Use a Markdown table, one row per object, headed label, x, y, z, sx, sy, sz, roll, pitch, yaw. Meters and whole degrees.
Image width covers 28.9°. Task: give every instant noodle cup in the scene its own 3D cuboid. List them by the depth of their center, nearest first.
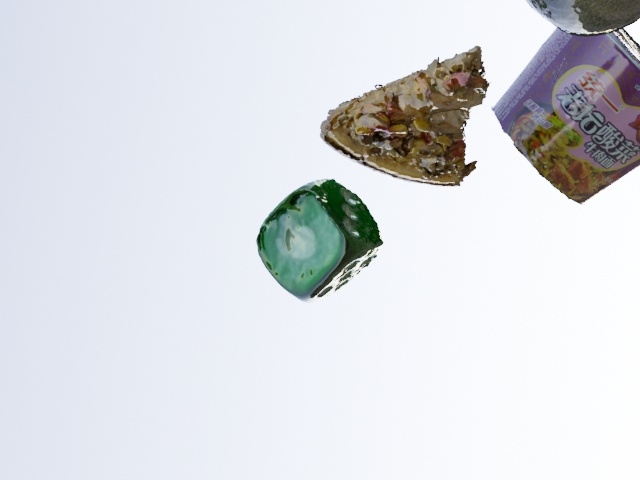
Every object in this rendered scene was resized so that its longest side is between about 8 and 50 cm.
| label | x | y | z | sx | sy | sz | roll | pitch | yaw |
| --- | --- | --- | --- | --- | --- | --- | --- | --- | --- |
| instant noodle cup | 0.488 | -0.237 | 2.229 | 0.266 | 0.340 | 0.340 | -45 | -19 | 19 |

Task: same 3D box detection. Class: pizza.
| label | x | y | z | sx | sy | sz | roll | pitch | yaw |
| --- | --- | --- | --- | --- | --- | --- | --- | --- | --- |
| pizza | 0.175 | -0.167 | 1.918 | 0.251 | 0.287 | 0.074 | 36 | -138 | -43 |

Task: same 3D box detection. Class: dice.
| label | x | y | z | sx | sy | sz | roll | pitch | yaw |
| --- | --- | --- | --- | --- | --- | --- | --- | --- | --- |
| dice | 0.000 | 0.000 | 1.690 | 0.131 | 0.128 | 0.120 | -46 | -16 | 26 |

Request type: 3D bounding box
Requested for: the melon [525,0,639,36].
| label | x | y | z | sx | sy | sz | roll | pitch | yaw |
| --- | --- | --- | --- | --- | --- | --- | --- | --- | --- |
| melon | 0.397 | -0.428 | 1.684 | 0.302 | 0.237 | 0.237 | -55 | -17 | 24 |
